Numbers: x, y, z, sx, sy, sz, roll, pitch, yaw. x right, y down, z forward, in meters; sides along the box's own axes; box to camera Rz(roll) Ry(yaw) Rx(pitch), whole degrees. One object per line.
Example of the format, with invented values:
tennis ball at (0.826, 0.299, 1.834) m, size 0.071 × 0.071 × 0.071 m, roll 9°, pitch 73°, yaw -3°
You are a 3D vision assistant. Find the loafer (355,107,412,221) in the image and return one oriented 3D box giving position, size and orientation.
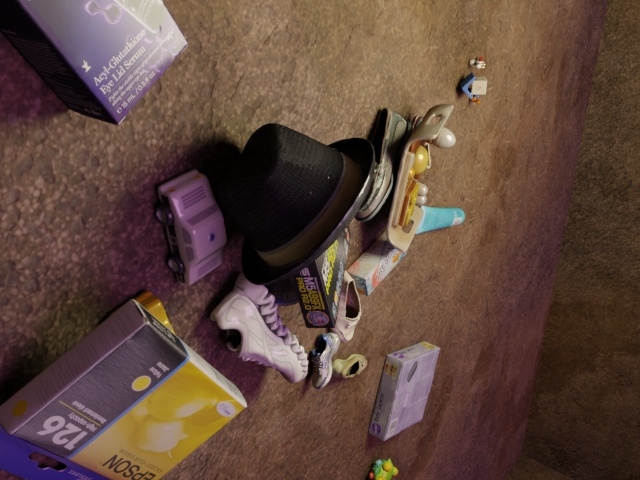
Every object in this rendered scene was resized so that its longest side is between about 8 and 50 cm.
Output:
loafer at (0.117, -0.172, 1.420) m, size 0.084 × 0.096 × 0.268 m, roll 39°, pitch 66°, yaw -35°

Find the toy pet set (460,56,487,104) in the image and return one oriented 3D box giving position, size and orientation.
toy pet set at (0.408, -0.424, 1.742) m, size 0.114 × 0.065 × 0.122 m, roll -85°, pitch 174°, yaw -57°

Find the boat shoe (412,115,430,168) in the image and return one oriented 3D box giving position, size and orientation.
boat shoe at (0.255, -0.245, 1.605) m, size 0.049 × 0.043 × 0.137 m, roll -32°, pitch 129°, yaw -41°

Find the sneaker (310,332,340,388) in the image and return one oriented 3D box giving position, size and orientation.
sneaker at (-0.002, 0.279, 1.503) m, size 0.058 × 0.052 × 0.135 m, roll 20°, pitch 82°, yaw -47°

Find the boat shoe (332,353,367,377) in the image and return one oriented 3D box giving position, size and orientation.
boat shoe at (0.081, 0.325, 1.636) m, size 0.153 × 0.048 × 0.056 m, roll 11°, pitch 97°, yaw -56°

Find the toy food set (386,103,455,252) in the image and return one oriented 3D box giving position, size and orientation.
toy food set at (0.242, -0.147, 1.503) m, size 0.220 × 0.092 × 0.306 m, roll -55°, pitch 158°, yaw -54°

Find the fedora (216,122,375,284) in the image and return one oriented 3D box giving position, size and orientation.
fedora at (-0.068, -0.087, 1.037) m, size 0.152 × 0.334 × 0.334 m, roll 39°, pitch 71°, yaw -23°

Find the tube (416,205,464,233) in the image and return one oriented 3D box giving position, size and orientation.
tube at (0.334, -0.062, 1.811) m, size 0.207 × 0.052 × 0.080 m, roll -7°, pitch 107°, yaw -48°

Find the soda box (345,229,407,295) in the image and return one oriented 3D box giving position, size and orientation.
soda box at (0.138, 0.053, 1.568) m, size 0.183 × 0.062 × 0.058 m, roll -44°, pitch 138°, yaw -34°

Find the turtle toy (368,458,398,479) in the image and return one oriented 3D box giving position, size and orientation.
turtle toy at (0.179, 0.727, 1.964) m, size 0.130 × 0.066 × 0.095 m, roll -59°, pitch 145°, yaw -17°

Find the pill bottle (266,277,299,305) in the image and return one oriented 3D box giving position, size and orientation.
pill bottle at (-0.070, 0.052, 1.254) m, size 0.078 × 0.078 × 0.137 m, roll -29°, pitch 129°, yaw -45°

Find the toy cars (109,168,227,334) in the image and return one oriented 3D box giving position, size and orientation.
toy cars at (-0.229, 0.086, 1.033) m, size 0.176 × 0.087 × 0.394 m, roll 22°, pitch 87°, yaw -57°

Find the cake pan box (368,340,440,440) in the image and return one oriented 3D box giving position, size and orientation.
cake pan box at (0.257, 0.454, 1.939) m, size 0.245 × 0.070 × 0.267 m, roll -5°, pitch 110°, yaw -52°

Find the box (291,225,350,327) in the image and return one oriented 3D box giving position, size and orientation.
box at (0.000, 0.000, 1.240) m, size 0.270 × 0.060 × 0.216 m, roll -77°, pitch 160°, yaw -47°

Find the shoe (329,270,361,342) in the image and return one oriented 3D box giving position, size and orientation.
shoe at (0.058, 0.162, 1.511) m, size 0.076 × 0.058 × 0.219 m, roll -41°, pitch 136°, yaw -37°

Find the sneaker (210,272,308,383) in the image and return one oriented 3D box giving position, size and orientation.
sneaker at (-0.118, 0.194, 1.247) m, size 0.118 × 0.110 × 0.292 m, roll -45°, pitch 131°, yaw -21°

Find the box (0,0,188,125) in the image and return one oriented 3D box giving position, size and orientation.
box at (-0.282, -0.268, 0.760) m, size 0.153 × 0.108 × 0.207 m, roll -57°, pitch 145°, yaw -19°

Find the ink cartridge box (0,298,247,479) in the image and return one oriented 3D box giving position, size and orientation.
ink cartridge box at (-0.302, 0.270, 0.946) m, size 0.307 × 0.072 × 0.304 m, roll -41°, pitch 140°, yaw -7°
